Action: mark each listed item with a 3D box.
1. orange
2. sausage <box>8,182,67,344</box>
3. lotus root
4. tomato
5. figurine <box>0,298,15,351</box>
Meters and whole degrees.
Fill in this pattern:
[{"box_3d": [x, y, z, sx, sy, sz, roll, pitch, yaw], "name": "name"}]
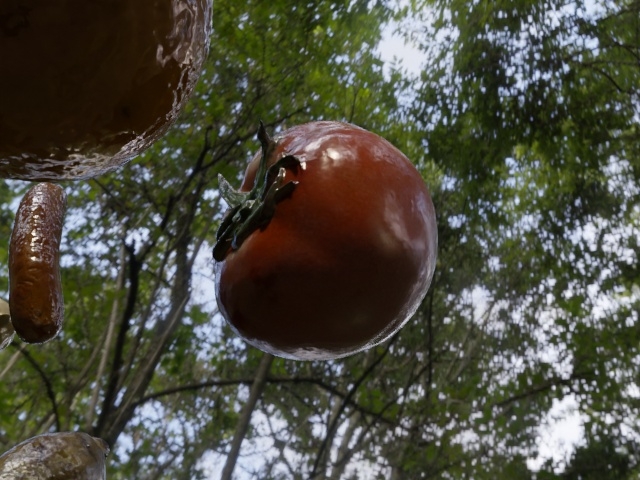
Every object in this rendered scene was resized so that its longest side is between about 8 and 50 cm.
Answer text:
[{"box_3d": [-0.261, -0.213, 0.710, 0.341, 0.340, 0.293, -1, -30, 14], "name": "orange"}, {"box_3d": [-0.434, 0.020, 1.172, 0.076, 0.302, 0.102, -13, -42, -1], "name": "sausage"}, {"box_3d": [-0.354, 0.319, 0.953, 0.128, 0.260, 0.145, 44, -65, 8], "name": "lotus root"}, {"box_3d": [0.000, 0.000, 0.797, 0.225, 0.255, 0.256, 26, -55, -27], "name": "tomato"}, {"box_3d": [-0.545, 0.165, 1.161, 0.108, 0.196, 0.114, 25, -54, -9], "name": "figurine"}]
